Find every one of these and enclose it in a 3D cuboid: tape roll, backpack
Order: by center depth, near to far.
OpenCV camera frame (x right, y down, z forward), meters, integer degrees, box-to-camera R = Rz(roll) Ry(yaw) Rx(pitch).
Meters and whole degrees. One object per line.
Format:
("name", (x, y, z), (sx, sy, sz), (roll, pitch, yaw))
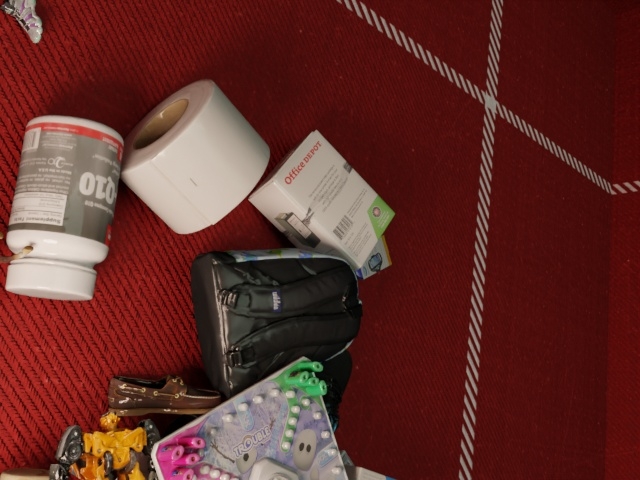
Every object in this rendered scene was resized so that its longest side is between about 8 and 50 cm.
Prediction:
("tape roll", (-0.239, -0.156, 1.404), (0.169, 0.246, 0.246), (49, 53, -29))
("backpack", (-0.080, 0.139, 1.546), (0.356, 0.273, 0.290), (-11, 94, -26))

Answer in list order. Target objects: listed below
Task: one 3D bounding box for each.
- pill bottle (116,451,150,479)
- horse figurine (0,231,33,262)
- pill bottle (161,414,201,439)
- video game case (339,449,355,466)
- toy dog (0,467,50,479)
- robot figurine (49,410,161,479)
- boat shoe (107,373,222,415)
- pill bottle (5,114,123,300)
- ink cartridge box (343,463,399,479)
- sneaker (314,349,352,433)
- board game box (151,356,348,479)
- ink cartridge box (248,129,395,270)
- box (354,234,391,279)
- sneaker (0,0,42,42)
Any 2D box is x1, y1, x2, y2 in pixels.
("pill bottle", (-0.328, 0.495, 1.289), (0.152, 0.152, 0.271), (22, 68, -42))
("horse figurine", (-0.565, -0.003, 1.132), (0.263, 0.174, 0.066), (48, 23, -24))
("pill bottle", (-0.191, 0.405, 1.450), (0.219, 0.123, 0.122), (32, 62, -53))
("video game case", (0.041, 0.612, 1.745), (0.190, 0.022, 0.173), (-48, 118, -38))
("toy dog", (-0.545, 0.409, 1.111), (0.334, 0.161, 0.220), (30, 66, -23))
("robot figurine", (-0.325, 0.411, 1.157), (0.211, 0.085, 0.290), (11, 68, -49))
("boat shoe", (-0.279, 0.279, 1.376), (0.207, 0.073, 0.073), (3, 87, -18))
("pill bottle", (-0.425, -0.049, 1.256), (0.161, 0.161, 0.283), (17, 73, -44))
("ink cartridge box", (0.053, 0.608, 1.621), (0.171, 0.168, 0.232), (32, 64, -39))
("sneaker", (0.001, 0.371, 1.653), (0.125, 0.140, 0.340), (53, 50, -25))
("board game box", (-0.076, 0.454, 1.334), (0.390, 0.050, 0.389), (-23, 98, -47))
("ink cartridge box", (0.007, -0.077, 1.691), (0.273, 0.115, 0.198), (45, 51, -12))
("box", (0.121, 0.045, 1.903), (0.136, 0.028, 0.081), (-23, 101, -43))
("sneaker", (-0.520, -0.386, 1.298), (0.069, 0.038, 0.098), (-11, 83, -45))
